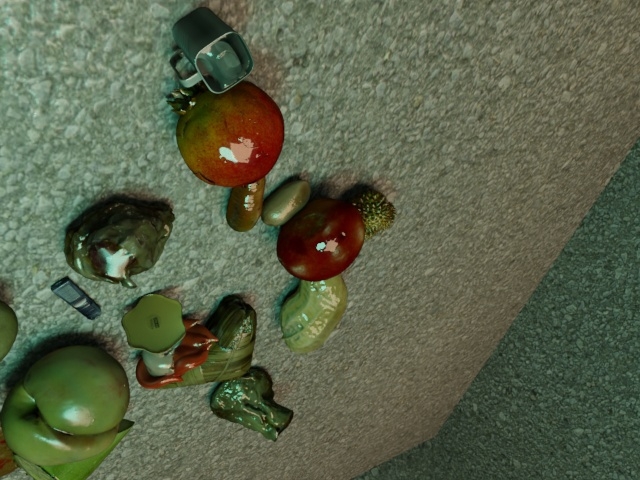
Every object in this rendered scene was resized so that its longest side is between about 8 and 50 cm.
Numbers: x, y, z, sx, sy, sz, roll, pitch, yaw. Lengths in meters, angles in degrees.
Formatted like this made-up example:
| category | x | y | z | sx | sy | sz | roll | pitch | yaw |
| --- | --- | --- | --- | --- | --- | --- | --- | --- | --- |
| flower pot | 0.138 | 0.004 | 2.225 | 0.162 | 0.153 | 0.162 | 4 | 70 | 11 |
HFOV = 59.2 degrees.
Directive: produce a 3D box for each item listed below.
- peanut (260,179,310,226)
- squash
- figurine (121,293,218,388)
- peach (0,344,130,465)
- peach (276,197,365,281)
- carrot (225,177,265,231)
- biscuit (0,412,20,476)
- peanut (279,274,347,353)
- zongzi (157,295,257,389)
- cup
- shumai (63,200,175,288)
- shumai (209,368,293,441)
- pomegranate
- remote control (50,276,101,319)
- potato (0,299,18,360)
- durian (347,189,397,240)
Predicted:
| category | x | y | z | sx | sy | sz | roll | pitch | yaw |
| --- | --- | --- | --- | --- | --- | --- | --- | --- | --- |
| peanut | -0.086 | -0.094 | 1.402 | 0.152 | 0.076 | 0.076 | -40 | 145 | 5 |
| squash | -0.647 | 0.524 | 1.499 | 0.260 | 0.189 | 0.189 | -51 | 158 | -42 |
| figurine | -0.389 | 0.272 | 1.453 | 0.208 | 0.181 | 0.257 | -54 | 162 | -32 |
| peach | -0.593 | 0.386 | 1.340 | 0.292 | 0.248 | 0.292 | -52 | 161 | -27 |
| peach | 0.000 | 0.000 | 1.448 | 0.243 | 0.199 | 0.243 | -40 | -178 | 2 |
| carrot | -0.169 | -0.105 | 1.304 | 0.087 | 0.087 | 0.193 | -11 | 138 | -34 |
| biscuit | -0.863 | 0.545 | 1.434 | 0.258 | 0.049 | 0.272 | -26 | 141 | -17 |
| peanut | -0.017 | 0.202 | 1.715 | 0.339 | 0.174 | 0.158 | -56 | 176 | 23 |
| zongzi | -0.326 | 0.302 | 1.586 | 0.289 | 0.134 | 0.285 | -7 | 128 | -26 |
| cup | -0.203 | -0.327 | 0.991 | 0.128 | 0.129 | 0.095 | -37 | 144 | -4 |
| shumai | -0.393 | 0.029 | 1.162 | 0.218 | 0.185 | 0.183 | -1 | 130 | -41 |
| shumai | -0.226 | 0.565 | 1.891 | 0.272 | 0.203 | 0.222 | 9 | 122 | -42 |
| pomegranate | -0.182 | -0.213 | 1.086 | 0.210 | 0.210 | 0.235 | -44 | 104 | 6 |
| remote control | -0.549 | 0.137 | 1.282 | 0.044 | 0.027 | 0.152 | -30 | 142 | -5 |
| potato | -0.702 | 0.195 | 1.098 | 0.178 | 0.160 | 0.235 | 24 | 127 | -31 |
| durian | 0.132 | -0.073 | 1.570 | 0.168 | 0.136 | 0.158 | -22 | 146 | 1 |
